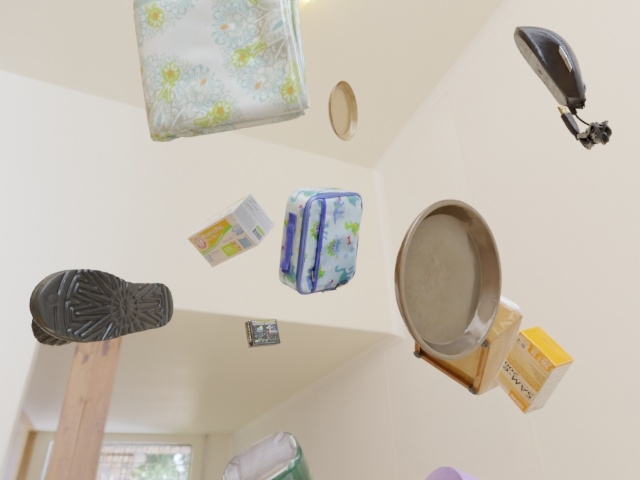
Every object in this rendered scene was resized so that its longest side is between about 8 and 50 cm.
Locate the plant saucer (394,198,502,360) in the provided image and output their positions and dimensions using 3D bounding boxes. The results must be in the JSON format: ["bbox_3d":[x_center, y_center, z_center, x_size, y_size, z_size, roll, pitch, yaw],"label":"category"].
[{"bbox_3d":[0.224,0.067,0.809,0.041,0.278,0.278,-2,-103,53],"label":"plant saucer"}]

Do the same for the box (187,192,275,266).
[{"bbox_3d":[-0.245,-0.025,1.253,0.203,0.114,0.103,-25,-159,37],"label":"box"}]

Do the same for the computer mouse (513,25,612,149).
[{"bbox_3d":[0.451,-0.283,0.843,0.060,0.184,0.262,-35,-102,21],"label":"computer mouse"}]

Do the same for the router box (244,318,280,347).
[{"bbox_3d":[-0.209,0.335,1.665,0.038,0.122,0.092,-31,-117,42],"label":"router box"}]

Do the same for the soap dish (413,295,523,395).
[{"bbox_3d":[0.328,0.219,1.082,0.229,0.118,0.291,30,-33,33],"label":"soap dish"}]

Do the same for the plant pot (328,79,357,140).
[{"bbox_3d":[0.087,-0.517,1.848,0.032,0.236,0.236,2,-100,29],"label":"plant pot"}]

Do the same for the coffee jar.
[{"bbox_3d":[-0.034,0.325,0.536,0.184,0.096,0.079,67,-12,-16],"label":"coffee jar"}]

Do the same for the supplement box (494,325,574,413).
[{"bbox_3d":[0.278,0.171,0.606,0.062,0.036,0.098,-126,-144,-47],"label":"supplement box"}]

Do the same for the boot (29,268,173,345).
[{"bbox_3d":[-0.503,0.146,0.937,0.348,0.260,0.131,35,51,-68],"label":"boot"}]

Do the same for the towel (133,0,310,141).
[{"bbox_3d":[-0.218,-0.405,1.014,0.090,0.374,0.320,32,51,-82],"label":"towel"}]

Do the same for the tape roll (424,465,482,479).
[{"bbox_3d":[0.315,0.702,1.109,0.275,0.090,0.275,-156,-90,-82],"label":"tape roll"}]

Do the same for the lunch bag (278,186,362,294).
[{"bbox_3d":[0.000,0.000,0.964,0.090,0.176,0.219,22,-71,43],"label":"lunch bag"}]
